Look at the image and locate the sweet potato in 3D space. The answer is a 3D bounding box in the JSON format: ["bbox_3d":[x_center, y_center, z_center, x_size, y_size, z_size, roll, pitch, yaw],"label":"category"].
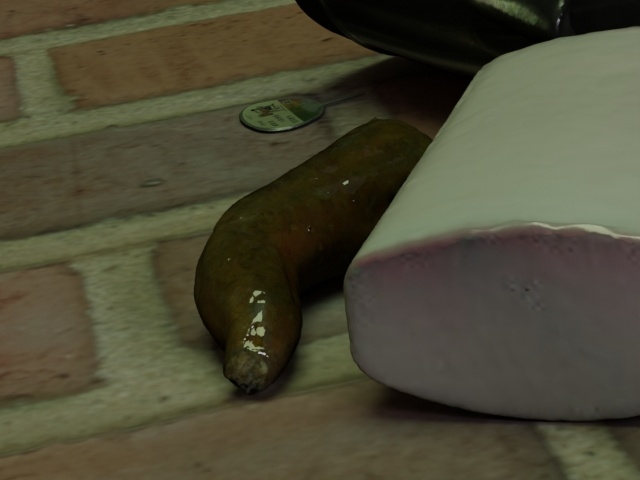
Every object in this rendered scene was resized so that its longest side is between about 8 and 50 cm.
[{"bbox_3d":[-0.006,0.000,0.953,0.081,0.062,0.233,6,28,28],"label":"sweet potato"}]

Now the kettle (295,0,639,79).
[{"bbox_3d":[0.182,-0.207,1.188,0.321,0.228,0.324,-26,34,-31],"label":"kettle"}]

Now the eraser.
[{"bbox_3d":[0.130,-0.018,0.900,0.174,0.095,0.270,-1,22,18],"label":"eraser"}]

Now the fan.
[{"bbox_3d":[-0.018,-0.085,1.242,0.060,0.003,0.080,13,30,41],"label":"fan"}]
